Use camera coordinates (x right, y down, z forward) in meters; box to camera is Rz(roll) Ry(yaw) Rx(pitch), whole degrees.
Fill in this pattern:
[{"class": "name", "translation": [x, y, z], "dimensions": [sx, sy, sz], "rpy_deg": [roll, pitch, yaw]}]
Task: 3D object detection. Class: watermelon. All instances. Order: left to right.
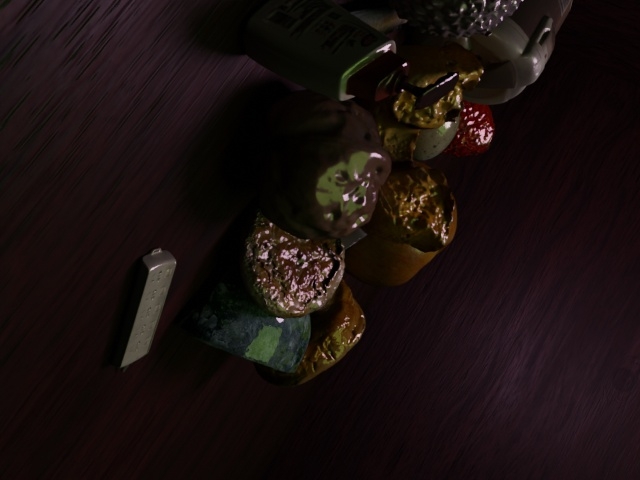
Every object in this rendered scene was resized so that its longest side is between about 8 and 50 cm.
[{"class": "watermelon", "translation": [-0.162, 0.133, 1.040], "dimensions": [0.319, 0.213, 0.290], "rpy_deg": [17, 67, -35]}]

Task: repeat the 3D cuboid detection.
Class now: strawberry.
[{"class": "strawberry", "translation": [0.397, -0.374, 1.431], "dimensions": [0.250, 0.288, 0.239], "rpy_deg": [-19, 143, -54]}]

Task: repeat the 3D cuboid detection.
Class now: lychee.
[{"class": "lychee", "translation": [0.242, -0.501, 0.816], "dimensions": [0.300, 0.300, 0.300], "rpy_deg": [-51, 161, -25]}]

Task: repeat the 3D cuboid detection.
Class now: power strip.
[{"class": "power strip", "translation": [-0.293, 0.126, 0.773], "dimensions": [0.060, 0.027, 0.253], "rpy_deg": [-24, 141, -62]}]

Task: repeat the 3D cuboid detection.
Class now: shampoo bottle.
[{"class": "shampoo bottle", "translation": [0.040, -0.252, 0.645], "dimensions": [0.153, 0.284, 0.071], "rpy_deg": [-48, 162, -26]}]

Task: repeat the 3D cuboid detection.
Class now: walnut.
[{"class": "walnut", "translation": [0.003, -0.132, 0.829], "dimensions": [0.227, 0.273, 0.273], "rpy_deg": [-32, 174, 25]}]

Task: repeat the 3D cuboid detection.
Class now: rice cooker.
[{"class": "rice cooker", "translation": [0.415, -0.522, 1.166], "dimensions": [0.325, 0.335, 0.335], "rpy_deg": [-58, 163, -9]}]

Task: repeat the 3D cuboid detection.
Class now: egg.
[{"class": "egg", "translation": [0.280, -0.311, 1.268], "dimensions": [0.177, 0.177, 0.228], "rpy_deg": [-50, 153, -27]}]

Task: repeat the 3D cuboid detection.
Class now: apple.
[{"class": "apple", "translation": [0.218, -0.047, 1.401], "dimensions": [0.400, 0.333, 0.400], "rpy_deg": [-51, 160, -27]}]

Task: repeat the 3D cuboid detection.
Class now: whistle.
[{"class": "whistle", "translation": [0.081, -0.405, 0.884], "dimensions": [0.326, 0.057, 0.068], "rpy_deg": [-40, 153, -45]}]

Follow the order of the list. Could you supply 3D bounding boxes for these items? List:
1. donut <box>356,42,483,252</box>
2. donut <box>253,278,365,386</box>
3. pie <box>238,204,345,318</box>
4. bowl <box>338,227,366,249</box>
[{"class": "donut", "translation": [0.163, -0.202, 1.030], "dimensions": [0.377, 0.163, 0.436], "rpy_deg": [-150, -115, -74]}, {"class": "donut", "translation": [-0.045, 0.211, 1.220], "dimensions": [0.330, 0.329, 0.160], "rpy_deg": [-47, 133, -34]}, {"class": "pie", "translation": [-0.053, 0.033, 0.977], "dimensions": [0.055, 0.274, 0.274], "rpy_deg": [-14, -156, 48]}, {"class": "bowl", "translation": [0.000, 0.000, 1.179], "dimensions": [0.211, 0.112, 0.211], "rpy_deg": [-35, 178, -1]}]
